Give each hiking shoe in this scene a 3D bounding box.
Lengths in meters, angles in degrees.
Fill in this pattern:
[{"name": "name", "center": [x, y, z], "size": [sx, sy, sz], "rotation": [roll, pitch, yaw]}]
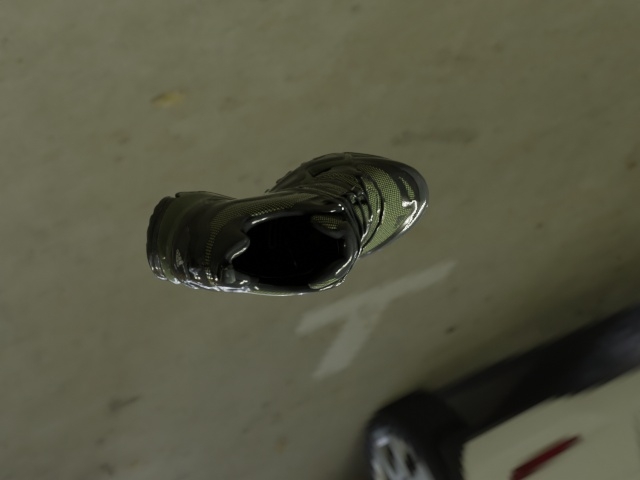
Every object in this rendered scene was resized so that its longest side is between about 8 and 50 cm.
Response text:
[{"name": "hiking shoe", "center": [0.000, 0.000, 1.047], "size": [0.227, 0.114, 0.086], "rotation": [-16, 117, -35]}]
